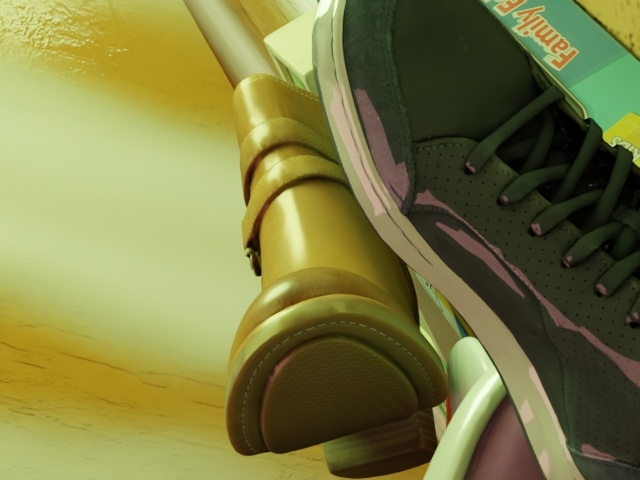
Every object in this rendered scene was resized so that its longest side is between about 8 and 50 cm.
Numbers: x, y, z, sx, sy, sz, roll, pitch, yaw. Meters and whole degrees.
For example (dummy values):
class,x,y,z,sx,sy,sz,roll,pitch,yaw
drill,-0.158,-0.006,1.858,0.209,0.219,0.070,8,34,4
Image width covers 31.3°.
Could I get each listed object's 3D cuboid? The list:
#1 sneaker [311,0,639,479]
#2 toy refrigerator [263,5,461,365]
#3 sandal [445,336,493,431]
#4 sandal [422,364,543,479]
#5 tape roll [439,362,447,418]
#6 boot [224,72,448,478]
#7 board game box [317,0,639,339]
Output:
class,x,y,z,sx,sy,sz,roll,pitch,yaw
sneaker,0.104,-0.003,0.325,0.226,0.086,0.163,56,148,-11
toy refrigerator,0.059,-0.043,0.851,0.270,0.094,0.102,61,175,-30
sandal,0.107,0.142,0.605,0.265,0.076,0.102,83,-175,-50
sandal,0.109,0.244,0.419,0.102,0.169,0.417,0,83,64
tape roll,0.177,0.169,1.066,0.321,0.077,0.321,58,176,7
boot,0.000,0.000,0.610,0.283,0.109,0.220,44,-150,-66
board game box,0.112,-0.001,0.623,0.254,0.079,0.336,56,175,38
